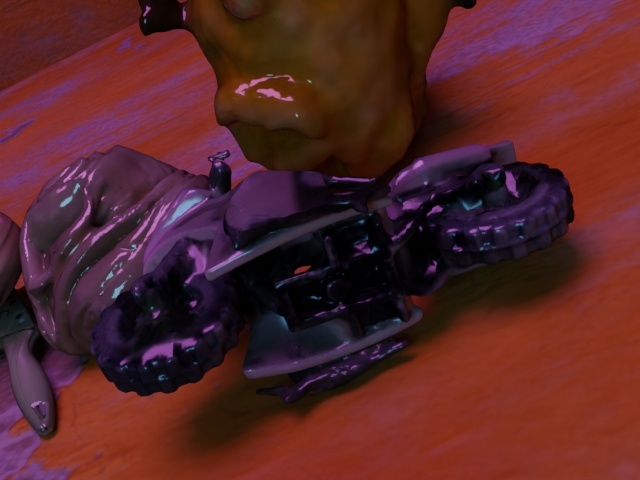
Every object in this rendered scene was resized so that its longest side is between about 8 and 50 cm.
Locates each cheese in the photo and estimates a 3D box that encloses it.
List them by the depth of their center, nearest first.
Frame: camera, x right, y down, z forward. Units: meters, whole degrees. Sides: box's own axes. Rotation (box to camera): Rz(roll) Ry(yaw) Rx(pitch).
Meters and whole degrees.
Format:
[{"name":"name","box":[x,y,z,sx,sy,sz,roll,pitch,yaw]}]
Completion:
[{"name":"cheese","box":[-0.354,0.018,0.891,0.163,0.071,0.249,-43,25,11]}]

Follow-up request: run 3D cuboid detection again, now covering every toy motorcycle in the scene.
[{"name":"toy motorcycle","box":[0.000,0.000,0.620,0.327,0.143,0.188,-20,26,-1]}]

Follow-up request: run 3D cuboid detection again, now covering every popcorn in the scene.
[{"name":"popcorn","box":[0.007,-0.205,0.811,0.281,0.297,0.316,-4,33,23]}]

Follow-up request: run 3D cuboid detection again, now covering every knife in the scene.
[{"name":"knife","box":[-0.273,0.094,0.812,0.043,0.020,0.293,-36,33,-12]}]

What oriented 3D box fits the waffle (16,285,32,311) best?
[{"name":"waffle","box":[-0.335,0.098,0.879,0.191,0.032,0.125,-25,26,2]}]

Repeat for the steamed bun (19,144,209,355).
[{"name":"steamed bun","box":[-0.179,-0.010,0.799,0.211,0.144,0.218,-30,27,-7]}]
